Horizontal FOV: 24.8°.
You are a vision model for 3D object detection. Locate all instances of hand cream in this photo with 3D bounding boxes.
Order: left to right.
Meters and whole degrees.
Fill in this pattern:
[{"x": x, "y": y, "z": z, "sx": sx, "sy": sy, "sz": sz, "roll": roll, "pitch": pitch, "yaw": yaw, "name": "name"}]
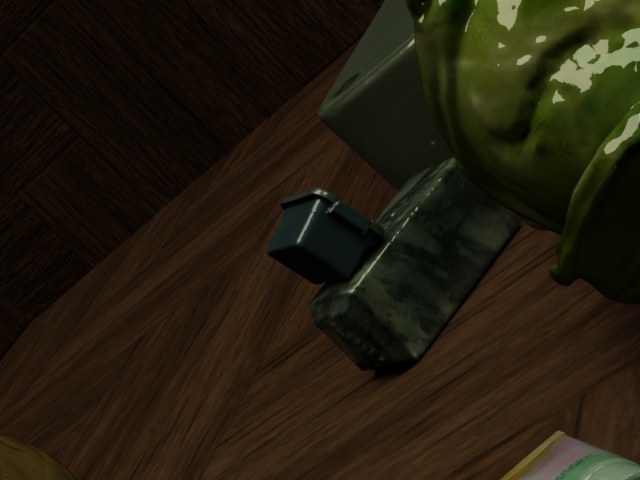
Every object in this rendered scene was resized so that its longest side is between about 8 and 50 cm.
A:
[{"x": 0.134, "y": 0.136, "z": 0.780, "sx": 0.076, "sy": 0.047, "sz": 0.174, "roll": -37, "pitch": 7, "yaw": -11, "name": "hand cream"}]

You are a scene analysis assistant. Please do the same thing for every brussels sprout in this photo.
[{"x": 0.194, "y": -0.103, "z": 0.890, "sx": 0.294, "sy": 0.259, "sz": 0.227, "roll": -44, "pitch": -23, "yaw": -32, "name": "brussels sprout"}]

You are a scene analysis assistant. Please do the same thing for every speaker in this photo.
[{"x": 0.156, "y": -0.184, "z": 1.477, "sx": 0.183, "sy": 0.184, "sz": 0.406, "roll": -38, "pitch": 13, "yaw": 31, "name": "speaker"}]

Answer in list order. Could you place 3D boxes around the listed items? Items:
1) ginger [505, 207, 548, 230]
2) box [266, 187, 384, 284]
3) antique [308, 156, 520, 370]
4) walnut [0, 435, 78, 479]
[{"x": 0.207, "y": -0.099, "z": 1.126, "sx": 0.138, "sy": 0.152, "sz": 0.267, "roll": -6, "pitch": 51, "yaw": 29, "name": "ginger"}, {"x": 0.000, "y": 0.000, "z": 1.235, "sx": 0.054, "sy": 0.074, "sz": 0.099, "roll": -63, "pitch": 17, "yaw": -15, "name": "box"}, {"x": 0.077, "y": 0.025, "z": 1.258, "sx": 0.183, "sy": 0.086, "sz": 0.088, "roll": -51, "pitch": 12, "yaw": -26, "name": "antique"}, {"x": -0.284, "y": 0.301, "z": 1.090, "sx": 0.296, "sy": 0.285, "sz": 0.285, "roll": -33, "pitch": 7, "yaw": -20, "name": "walnut"}]
